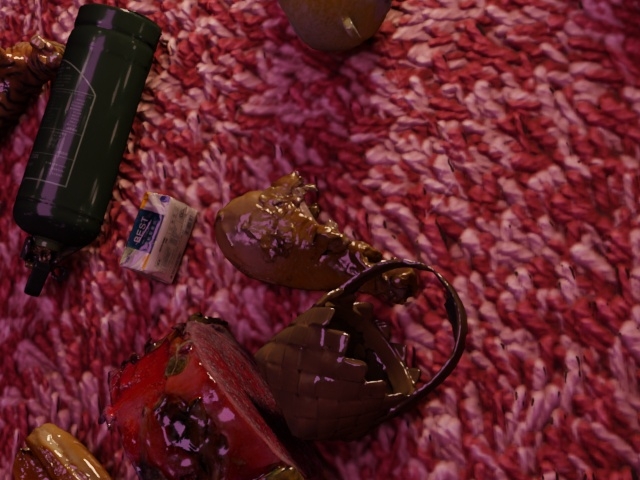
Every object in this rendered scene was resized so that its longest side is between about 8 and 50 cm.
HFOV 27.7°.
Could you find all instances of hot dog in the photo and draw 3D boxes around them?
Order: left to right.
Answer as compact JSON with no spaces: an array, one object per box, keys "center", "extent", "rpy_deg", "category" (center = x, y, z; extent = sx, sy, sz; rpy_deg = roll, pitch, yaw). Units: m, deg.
[{"center":[-0.220,0.279,1.272],"extent":[0.236,0.062,0.092],"rpy_deg":[49,115,24],"category":"hot dog"}]

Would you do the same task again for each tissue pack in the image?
[{"center":[-0.166,-0.003,1.325],"extent":[0.042,0.062,0.083],"rpy_deg":[15,83,26],"category":"tissue pack"}]

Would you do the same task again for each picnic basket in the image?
[{"center":[0.046,0.094,1.145],"extent":[0.178,0.137,0.128],"rpy_deg":[-35,68,17],"category":"picnic basket"}]

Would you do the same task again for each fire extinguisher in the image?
[{"center":[-0.260,-0.092,1.386],"extent":[0.114,0.095,0.311],"rpy_deg":[166,121,-71],"category":"fire extinguisher"}]

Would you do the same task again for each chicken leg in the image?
[{"center":[-0.001,0.003,1.236],"extent":[0.207,0.085,0.101],"rpy_deg":[18,70,21],"category":"chicken leg"}]

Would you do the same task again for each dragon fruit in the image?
[{"center":[-0.108,0.180,1.174],"extent":[0.147,0.211,0.282],"rpy_deg":[-42,35,3],"category":"dragon fruit"}]

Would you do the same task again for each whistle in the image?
[{"center":[0.007,-0.275,1.298],"extent":[0.123,0.123,0.223],"rpy_deg":[-33,48,15],"category":"whistle"}]

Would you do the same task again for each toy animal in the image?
[{"center":[-0.391,-0.138,1.473],"extent":[0.116,0.114,0.255],"rpy_deg":[33,98,-12],"category":"toy animal"}]
